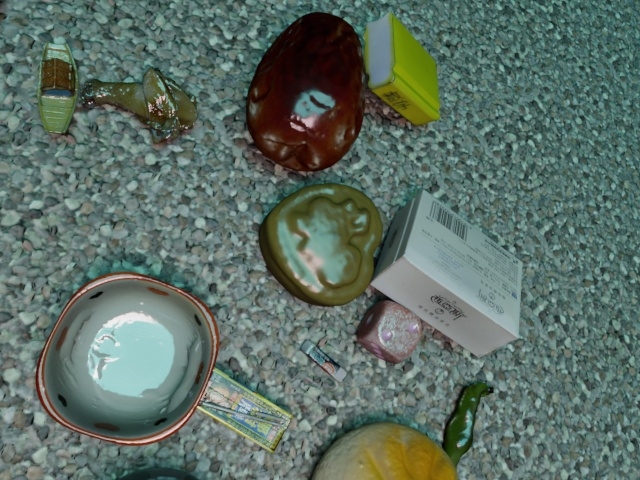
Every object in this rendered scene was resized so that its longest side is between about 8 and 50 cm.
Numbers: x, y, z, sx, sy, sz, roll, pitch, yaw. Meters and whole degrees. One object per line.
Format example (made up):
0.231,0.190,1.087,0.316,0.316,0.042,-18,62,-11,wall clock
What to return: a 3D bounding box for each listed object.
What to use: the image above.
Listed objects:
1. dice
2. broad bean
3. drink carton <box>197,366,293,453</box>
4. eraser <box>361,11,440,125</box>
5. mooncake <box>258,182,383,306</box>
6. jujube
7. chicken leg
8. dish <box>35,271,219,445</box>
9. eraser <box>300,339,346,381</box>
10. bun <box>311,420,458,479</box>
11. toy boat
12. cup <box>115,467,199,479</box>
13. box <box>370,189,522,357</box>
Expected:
0.131,0.175,0.902,0.091,0.093,0.094,34,70,-9,dice
0.289,0.361,0.941,0.061,0.046,0.195,40,66,-4,broad bean
-0.134,0.287,0.802,0.166,0.056,0.071,34,72,-10,drink carton
0.177,-0.352,0.999,0.226,0.069,0.158,16,70,-50,eraser
0.000,0.000,0.887,0.235,0.117,0.234,4,79,-20,mooncake
-0.017,-0.287,0.907,0.223,0.223,0.318,20,64,-14,jujube
-0.322,-0.256,0.853,0.196,0.080,0.125,28,83,-11,chicken leg
-0.291,0.180,0.737,0.256,0.117,0.256,4,77,-19,dish
0.006,0.227,0.885,0.099,0.019,0.027,43,67,-7,eraser
0.128,0.464,0.796,0.299,0.165,0.298,5,76,-20,bun
-0.453,-0.261,0.811,0.065,0.066,0.172,0,78,-23,toy boat
-0.269,0.479,0.590,0.357,0.274,0.259,-18,84,-23,cup
0.258,0.064,0.932,0.274,0.116,0.203,34,46,-9,box
